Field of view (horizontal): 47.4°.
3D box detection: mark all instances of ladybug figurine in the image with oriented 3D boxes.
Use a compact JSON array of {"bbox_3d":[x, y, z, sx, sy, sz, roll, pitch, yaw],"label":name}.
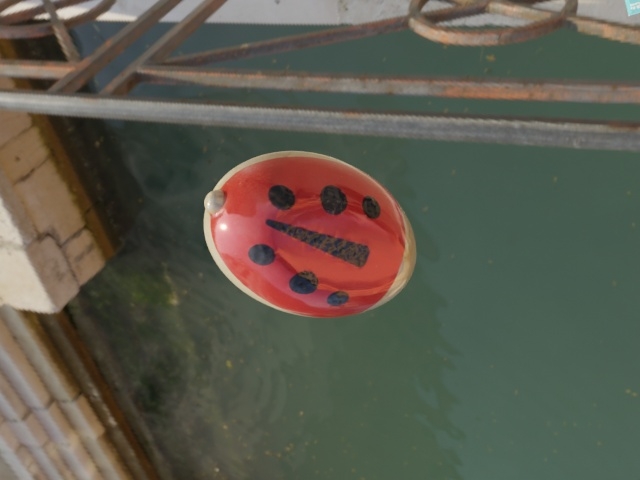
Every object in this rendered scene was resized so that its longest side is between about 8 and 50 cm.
[{"bbox_3d":[0.000,0.000,1.337,0.449,0.305,0.162,15,-175,-28],"label":"ladybug figurine"}]

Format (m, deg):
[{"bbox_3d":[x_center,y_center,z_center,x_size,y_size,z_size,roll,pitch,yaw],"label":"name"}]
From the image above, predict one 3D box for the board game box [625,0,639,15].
[{"bbox_3d":[0.665,-0.619,1.345,0.254,0.079,0.336,-5,112,47],"label":"board game box"}]
